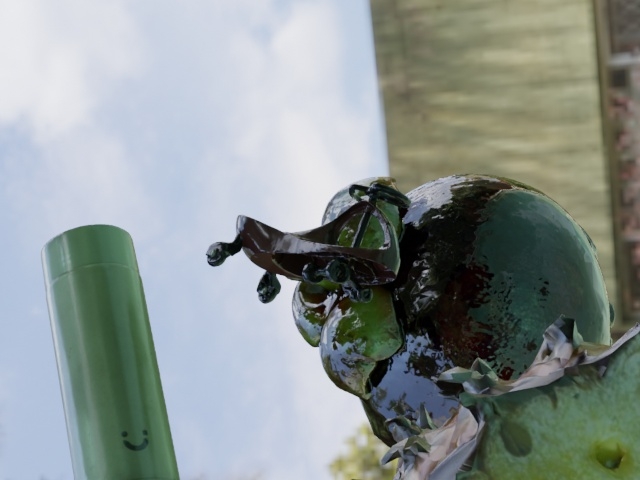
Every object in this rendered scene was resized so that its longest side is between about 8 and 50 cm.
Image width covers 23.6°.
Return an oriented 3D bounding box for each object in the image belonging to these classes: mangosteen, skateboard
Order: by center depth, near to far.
[{"bbox_3d":[0.000,0.000,1.059,0.067,0.151,0.080,40,-116,-40],"label":"skateboard"},{"bbox_3d":[0.129,0.073,1.460,0.311,0.311,0.311,-3,-90,-71],"label":"mangosteen"}]

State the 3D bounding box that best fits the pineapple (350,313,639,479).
[{"bbox_3d":[0.153,0.216,0.761,0.300,0.352,0.352,100,175,-69],"label":"pineapple"}]

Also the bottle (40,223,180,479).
[{"bbox_3d":[-0.150,0.091,1.083,0.072,0.072,0.201,49,-156,-61],"label":"bottle"}]
